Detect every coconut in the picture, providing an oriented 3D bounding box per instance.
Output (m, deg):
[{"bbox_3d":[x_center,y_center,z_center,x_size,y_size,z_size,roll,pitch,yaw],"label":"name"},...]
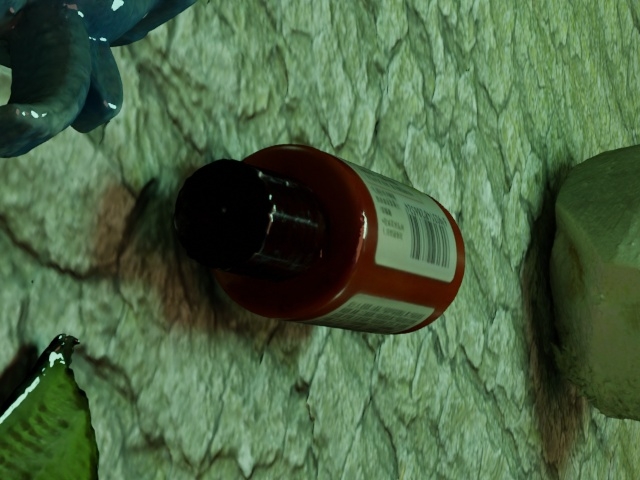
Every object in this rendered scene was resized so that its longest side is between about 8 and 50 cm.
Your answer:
[{"bbox_3d":[0.383,0.036,1.590,0.297,0.297,0.309,-58,151,-48],"label":"coconut"}]

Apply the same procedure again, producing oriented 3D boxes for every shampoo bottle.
[{"bbox_3d":[0.000,0.000,0.924,0.278,0.104,0.104,16,78,-66],"label":"shampoo bottle"}]

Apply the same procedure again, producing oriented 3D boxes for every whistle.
[{"bbox_3d":[-0.133,-0.120,0.624,0.269,0.093,0.180,-12,79,-66],"label":"whistle"}]

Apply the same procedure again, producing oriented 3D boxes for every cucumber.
[{"bbox_3d":[-0.143,0.127,0.666,0.220,0.070,0.046,-54,170,-49],"label":"cucumber"}]
